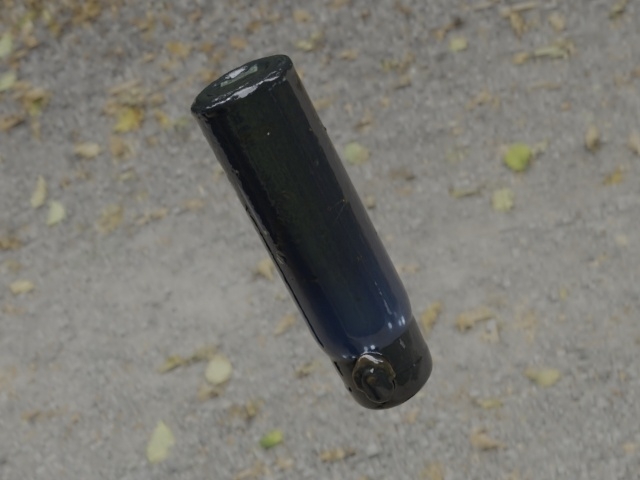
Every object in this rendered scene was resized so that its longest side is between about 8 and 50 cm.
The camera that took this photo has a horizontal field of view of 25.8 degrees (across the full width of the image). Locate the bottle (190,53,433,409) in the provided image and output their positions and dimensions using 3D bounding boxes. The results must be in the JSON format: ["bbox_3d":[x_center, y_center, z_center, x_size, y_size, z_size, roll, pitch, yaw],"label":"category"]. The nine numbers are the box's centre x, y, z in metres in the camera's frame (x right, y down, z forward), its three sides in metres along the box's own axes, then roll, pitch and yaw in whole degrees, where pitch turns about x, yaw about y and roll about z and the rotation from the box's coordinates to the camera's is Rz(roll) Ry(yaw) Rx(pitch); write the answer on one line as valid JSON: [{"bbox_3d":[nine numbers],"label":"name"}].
[{"bbox_3d":[0.000,0.000,0.919,0.072,0.244,0.082,-22,21,16],"label":"bottle"}]
